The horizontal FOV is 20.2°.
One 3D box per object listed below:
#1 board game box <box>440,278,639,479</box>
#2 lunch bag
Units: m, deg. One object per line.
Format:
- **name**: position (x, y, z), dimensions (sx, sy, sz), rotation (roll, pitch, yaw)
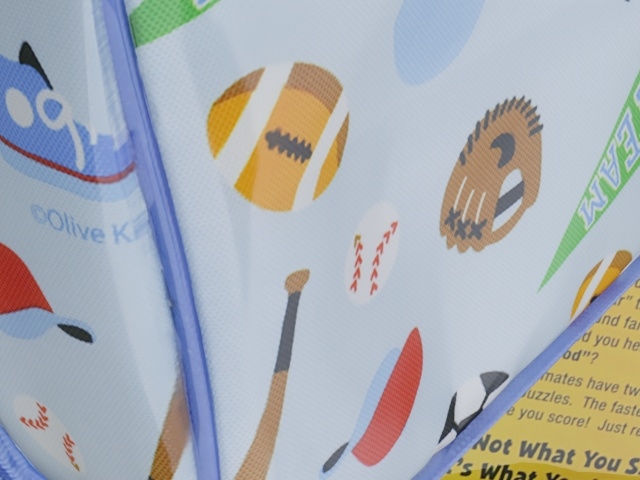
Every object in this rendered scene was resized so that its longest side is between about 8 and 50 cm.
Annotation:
- **board game box**: position (0.000, 0.000, 0.966), dimensions (0.357, 0.356, 0.356), rotation (11, 117, -14)
- **lunch bag**: position (0.022, -0.063, 0.435), dimensions (0.303, 0.115, 0.243), rotation (-37, 135, -36)
